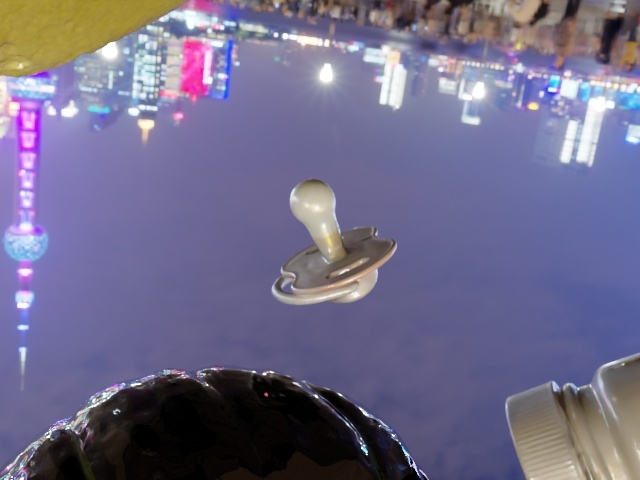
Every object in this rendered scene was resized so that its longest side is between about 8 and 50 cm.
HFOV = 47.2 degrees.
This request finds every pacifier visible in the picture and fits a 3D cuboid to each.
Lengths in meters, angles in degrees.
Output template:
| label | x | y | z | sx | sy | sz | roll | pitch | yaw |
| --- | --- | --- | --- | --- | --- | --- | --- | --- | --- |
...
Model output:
| label | x | y | z | sx | sy | sz | roll | pitch | yaw |
| --- | --- | --- | --- | --- | --- | --- | --- | --- | --- |
| pacifier | 0.000 | 0.000 | 0.460 | 0.082 | 0.078 | 0.099 | -23 | -164 | -7 |

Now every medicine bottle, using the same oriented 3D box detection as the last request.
| label | x | y | z | sx | sy | sz | roll | pitch | yaw |
| --- | --- | --- | --- | --- | --- | --- | --- | --- | --- |
| medicine bottle | 0.224 | 0.130 | 0.501 | 0.168 | 0.105 | 0.105 | -23 | -173 | 16 |

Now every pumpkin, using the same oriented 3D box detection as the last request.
| label | x | y | z | sx | sy | sz | roll | pitch | yaw |
| --- | --- | --- | --- | --- | --- | --- | --- | --- | --- |
| pumpkin | -0.076 | 0.198 | 0.430 | 0.296 | 0.295 | 0.296 | 7 | -165 | -2 |

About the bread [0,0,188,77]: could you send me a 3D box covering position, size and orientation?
| label | x | y | z | sx | sy | sz | roll | pitch | yaw |
| --- | --- | --- | --- | --- | --- | --- | --- | --- | --- |
| bread | -0.161 | -0.225 | 0.421 | 0.270 | 0.270 | 0.148 | -14 | -116 | -54 |
